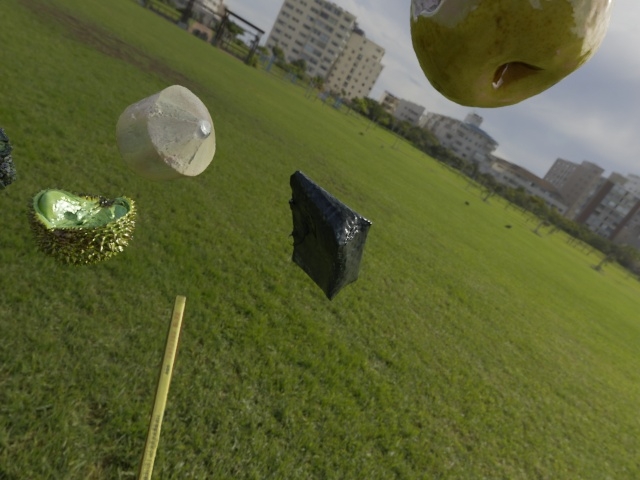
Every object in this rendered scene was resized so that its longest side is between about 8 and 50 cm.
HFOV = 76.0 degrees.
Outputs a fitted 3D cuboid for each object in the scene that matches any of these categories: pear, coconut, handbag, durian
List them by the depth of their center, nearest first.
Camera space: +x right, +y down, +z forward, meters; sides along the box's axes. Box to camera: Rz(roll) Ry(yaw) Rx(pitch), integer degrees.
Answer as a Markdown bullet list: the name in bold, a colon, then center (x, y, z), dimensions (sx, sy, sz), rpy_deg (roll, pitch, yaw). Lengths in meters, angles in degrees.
- **pear**: center (0.249, -0.325, 0.556), dimensions (0.270, 0.271, 0.271), rpy_deg (27, 18, -10)
- **handbag**: center (0.000, 0.000, 0.814), dimensions (0.175, 0.271, 0.088), rpy_deg (38, 56, 26)
- **durian**: center (-0.588, -0.035, 1.026), dimensions (0.236, 0.177, 0.200), rpy_deg (-5, 59, -28)
- **coconut**: center (-0.401, -0.282, 1.108), dimensions (0.244, 0.240, 0.239), rpy_deg (-9, -2, 29)

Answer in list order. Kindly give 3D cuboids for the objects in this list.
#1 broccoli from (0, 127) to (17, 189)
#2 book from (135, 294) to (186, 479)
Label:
- **broccoli**: center (-0.925, -0.197, 1.044), dimensions (0.243, 0.272, 0.180), rpy_deg (62, -22, -7)
- **book**: center (-0.284, 0.302, 0.709), dimensions (0.028, 0.375, 0.262), rpy_deg (12, -22, -16)
